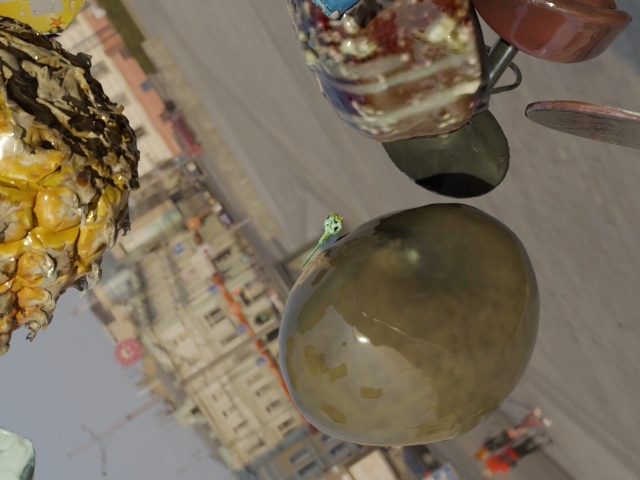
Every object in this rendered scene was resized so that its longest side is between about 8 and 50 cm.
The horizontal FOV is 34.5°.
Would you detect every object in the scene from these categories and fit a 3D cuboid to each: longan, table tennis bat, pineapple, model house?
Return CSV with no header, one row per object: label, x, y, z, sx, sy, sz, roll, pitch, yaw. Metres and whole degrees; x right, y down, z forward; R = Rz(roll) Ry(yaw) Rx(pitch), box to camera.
longan,0.111,0.101,1.226,0.288,0.350,0.288,28,127,44
table tennis bat,0.343,-0.092,0.971,0.301,0.022,0.173,12,-179,5
pineapple,-0.361,-0.068,1.055,0.352,0.300,0.352,38,-159,-17
model house,-0.420,-0.315,1.434,0.136,0.207,0.219,98,154,-59

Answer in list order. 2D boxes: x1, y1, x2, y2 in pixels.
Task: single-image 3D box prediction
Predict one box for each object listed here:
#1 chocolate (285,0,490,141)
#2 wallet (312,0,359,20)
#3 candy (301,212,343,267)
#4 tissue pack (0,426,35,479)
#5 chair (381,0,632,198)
chocolate,0.073,-0.267,1.309,0.225,0.210,0.340,61,176,48
wallet,0.045,-0.308,0.911,0.141,0.202,0.059,53,-151,-6
candy,0.000,0.000,1.277,0.023,0.083,0.025,38,159,3
tissue pack,-0.473,0.403,1.405,0.103,0.228,0.315,23,150,-4
chair,0.250,-0.253,1.410,0.226,0.226,0.401,56,148,16
